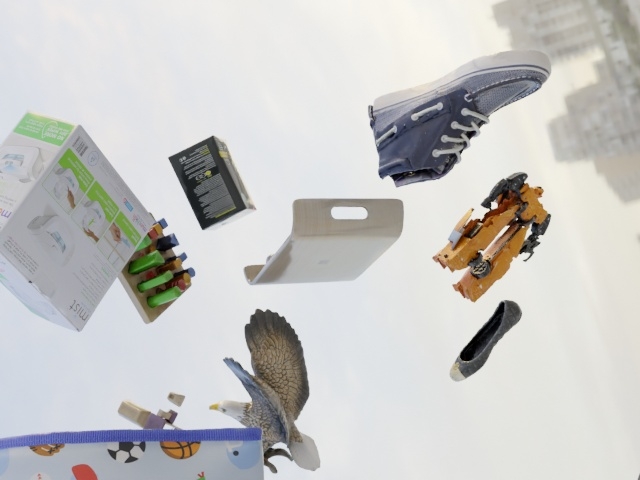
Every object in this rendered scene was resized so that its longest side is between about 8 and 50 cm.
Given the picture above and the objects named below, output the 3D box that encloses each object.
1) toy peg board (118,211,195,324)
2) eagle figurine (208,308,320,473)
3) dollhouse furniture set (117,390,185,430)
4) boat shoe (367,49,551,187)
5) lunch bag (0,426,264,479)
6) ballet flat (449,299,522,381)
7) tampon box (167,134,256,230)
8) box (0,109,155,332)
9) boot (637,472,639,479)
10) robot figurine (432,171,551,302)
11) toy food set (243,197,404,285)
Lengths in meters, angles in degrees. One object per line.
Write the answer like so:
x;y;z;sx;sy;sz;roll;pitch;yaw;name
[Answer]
-0.286;0.038;2.007;0.161;0.079;0.160;62;-149;-12;toy peg board
-0.108;0.320;2.208;0.226;0.225;0.298;42;129;43;eagle figurine
-0.285;0.297;1.946;0.081;0.114;0.091;38;-105;-55;dollhouse furniture set
0.236;-0.195;1.875;0.127;0.340;0.158;21;-120;-47;boat shoe
-0.271;0.405;1.395;0.239;0.385;0.328;128;140;-65;lunch bag
0.271;0.167;1.884;0.049;0.173;0.057;30;-166;-33;ballet flat
-0.211;-0.112;2.210;0.161;0.101;0.120;65;-173;2;tampon box
-0.411;-0.025;1.733;0.231;0.126;0.262;-59;-34;-21;box
0.737;0.479;2.318;0.112;0.115;0.305;-36;-42;-27;boot
0.384;-0.017;2.457;0.085;0.291;0.211;26;158;52;robot figurine
0.000;0.000;2.131;0.306;0.219;0.092;132;132;-58;toy food set
